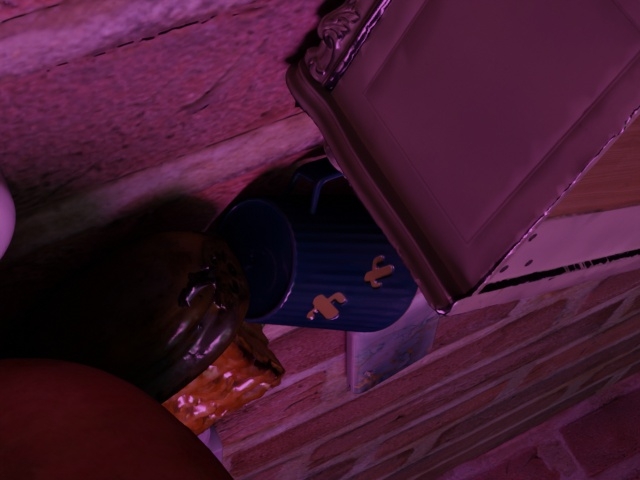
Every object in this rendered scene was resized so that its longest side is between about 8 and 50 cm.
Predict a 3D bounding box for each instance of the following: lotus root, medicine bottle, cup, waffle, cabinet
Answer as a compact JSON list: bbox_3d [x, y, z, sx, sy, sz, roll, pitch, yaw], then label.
[{"bbox_3d":[-0.164,0.078,0.843,0.241,0.123,0.124,-32,134,15],"label":"lotus root"},{"bbox_3d":[-0.168,0.267,1.310,0.074,0.055,0.118,-23,157,-16],"label":"medicine bottle"},{"bbox_3d":[0.000,0.000,0.902,0.155,0.131,0.177,1,112,-46],"label":"cup"},{"bbox_3d":[-0.197,0.161,1.014,0.308,0.091,0.213,-30,158,2],"label":"waffle"},{"bbox_3d":[0.196,-0.150,0.685,0.289,0.228,0.318,-9,147,-40],"label":"cabinet"}]

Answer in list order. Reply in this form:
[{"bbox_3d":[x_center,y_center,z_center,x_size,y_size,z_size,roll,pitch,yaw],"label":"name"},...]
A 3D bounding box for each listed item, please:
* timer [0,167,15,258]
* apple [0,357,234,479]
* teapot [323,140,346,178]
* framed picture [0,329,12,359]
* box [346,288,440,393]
[{"bbox_3d":[-0.317,0.015,0.565,0.262,0.087,0.237,-42,154,26],"label":"timer"},{"bbox_3d":[-0.213,0.265,0.666,0.363,0.364,0.364,-26,157,-12],"label":"apple"},{"bbox_3d":[0.034,-0.089,0.828,0.067,0.057,0.083,30,128,-14],"label":"teapot"},{"bbox_3d":[-0.367,0.173,0.748,0.296,0.019,0.232,12,90,-58],"label":"framed picture"},{"bbox_3d":[0.098,0.130,1.376,0.142,0.044,0.285,-30,158,-11],"label":"box"}]
